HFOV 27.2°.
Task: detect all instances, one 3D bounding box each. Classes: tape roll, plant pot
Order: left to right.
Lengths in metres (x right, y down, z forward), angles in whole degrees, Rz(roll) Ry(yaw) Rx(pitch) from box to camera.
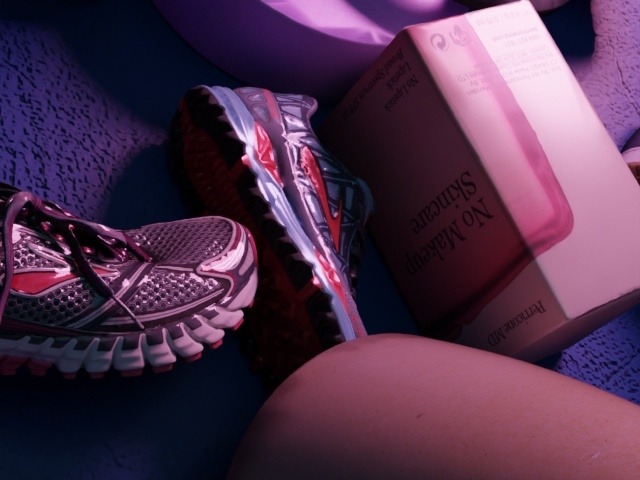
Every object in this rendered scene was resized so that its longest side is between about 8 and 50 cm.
[{"bbox_3d":[-0.009,-0.246,1.037,0.275,0.090,0.274,13,58,-23],"label":"tape roll"},{"bbox_3d":[0.121,0.177,0.713,0.256,0.274,0.256,3,85,-34],"label":"plant pot"}]

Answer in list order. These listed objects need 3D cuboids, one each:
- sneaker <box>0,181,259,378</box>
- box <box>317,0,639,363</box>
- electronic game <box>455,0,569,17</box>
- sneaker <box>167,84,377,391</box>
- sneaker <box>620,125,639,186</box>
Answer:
[{"bbox_3d":[-0.164,0.017,0.762,0.299,0.121,0.112,-7,112,-36],"label":"sneaker"},{"bbox_3d":[0.123,-0.031,0.954,0.127,0.148,0.232,-18,73,-34],"label":"box"},{"bbox_3d":[0.115,-0.269,1.029,0.229,0.048,0.229,16,54,-24],"label":"electronic game"},{"bbox_3d":[0.000,0.000,0.899,0.125,0.104,0.262,-12,71,-35],"label":"sneaker"},{"bbox_3d":[0.390,-0.049,1.094,0.282,0.099,0.153,20,48,15],"label":"sneaker"}]
